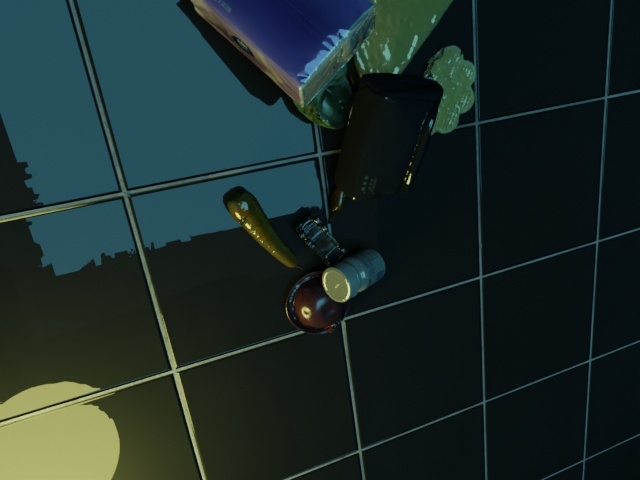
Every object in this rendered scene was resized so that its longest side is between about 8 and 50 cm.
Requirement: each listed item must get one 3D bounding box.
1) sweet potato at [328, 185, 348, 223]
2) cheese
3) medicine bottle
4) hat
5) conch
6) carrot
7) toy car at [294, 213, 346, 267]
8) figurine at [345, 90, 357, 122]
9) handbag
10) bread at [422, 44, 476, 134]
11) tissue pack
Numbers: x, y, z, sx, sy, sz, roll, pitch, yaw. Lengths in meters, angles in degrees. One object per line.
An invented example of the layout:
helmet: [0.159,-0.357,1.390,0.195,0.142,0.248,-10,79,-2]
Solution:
sweet potato: [0.043,-0.096,1.324,0.049,0.049,0.117,13,111,-23]
cheese: [0.186,-0.601,1.188,0.383,0.104,0.385,-6,108,-19]
medicine bottle: [0.095,0.093,1.330,0.168,0.104,0.105,-25,116,-43]
hat: [0.002,0.183,1.364,0.205,0.089,0.206,-6,108,-20]
conch: [0.005,-0.379,1.177,0.175,0.122,0.188,14,102,-17]
carrot: [-0.135,-0.009,1.270,0.078,0.078,0.298,-41,119,-5]
toy car: [0.000,0.000,1.322,0.071,0.062,0.165,-43,115,-3]
figurine: [0.102,-0.302,1.269,0.083,0.083,0.188,-20,121,-14]
handbag: [0.199,-0.246,1.205,0.274,0.178,0.302,-7,129,-28]
bread: [0.335,-0.399,1.341,0.181,0.039,0.251,35,91,-26]
tissue pack: [-0.078,-0.488,1.025,0.338,0.160,0.242,41,90,2]
